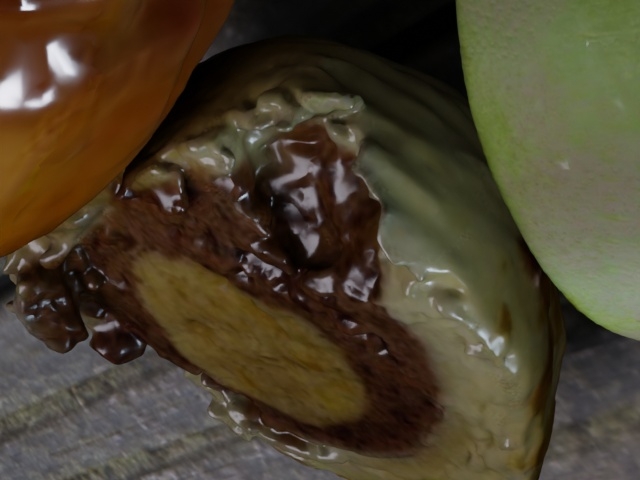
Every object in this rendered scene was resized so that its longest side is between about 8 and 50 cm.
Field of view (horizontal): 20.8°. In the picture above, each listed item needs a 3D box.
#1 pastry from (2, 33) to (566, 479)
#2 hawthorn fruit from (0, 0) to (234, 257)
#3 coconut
[{"bbox_3d":[0.009,0.002,0.790,0.237,0.170,0.256,37,149,-22],"label":"pastry"},{"bbox_3d":[-0.226,-0.181,0.637,0.472,0.472,0.471,28,139,27],"label":"hawthorn fruit"},{"bbox_3d":[0.147,-0.066,0.546,0.236,0.236,0.204,0,91,46],"label":"coconut"}]
